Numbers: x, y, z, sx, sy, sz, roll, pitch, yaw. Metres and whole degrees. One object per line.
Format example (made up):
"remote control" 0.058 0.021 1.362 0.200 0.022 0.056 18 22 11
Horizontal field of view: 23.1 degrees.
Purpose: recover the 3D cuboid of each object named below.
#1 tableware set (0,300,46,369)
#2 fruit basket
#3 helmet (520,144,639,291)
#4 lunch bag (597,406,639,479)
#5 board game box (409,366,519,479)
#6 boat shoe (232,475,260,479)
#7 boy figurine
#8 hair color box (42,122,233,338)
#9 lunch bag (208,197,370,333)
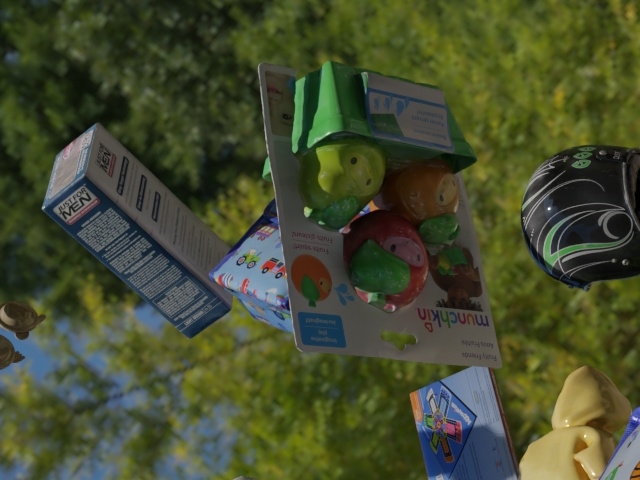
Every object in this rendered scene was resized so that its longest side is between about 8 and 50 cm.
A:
"tableware set" -0.423 0.096 1.909 0.168 0.020 0.141 27 -142 7
"fruit basket" 0.080 -0.030 1.847 0.327 0.165 0.353 9 -122 -39
"helmet" 0.311 -0.027 1.822 0.169 0.161 0.169 27 -125 -48
"lunch bag" 0.347 0.362 1.379 0.328 0.385 0.239 33 155 4
"board game box" 0.232 0.333 2.466 0.027 0.145 0.281 48 -156 -46
"boat shoe" -0.149 0.434 2.183 0.113 0.302 0.103 20 -153 -15
"boy figurine" 0.276 0.275 1.758 0.092 0.177 0.285 34 -127 -18
"hair color box" -0.294 -0.014 2.601 0.347 0.105 0.174 45 -158 -25
"lunch bag" 0.000 0.000 2.516 0.221 0.293 0.138 17 157 52
